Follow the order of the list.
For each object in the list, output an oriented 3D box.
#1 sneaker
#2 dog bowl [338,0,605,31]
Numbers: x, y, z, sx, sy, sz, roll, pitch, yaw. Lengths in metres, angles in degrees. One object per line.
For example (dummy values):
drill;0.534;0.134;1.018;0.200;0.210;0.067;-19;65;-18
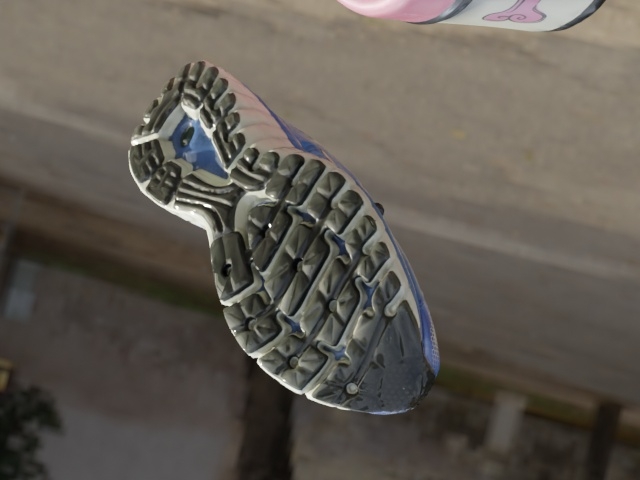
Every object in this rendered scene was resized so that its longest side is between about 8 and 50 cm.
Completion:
sneaker;0.000;0.000;1.273;0.147;0.130;0.330;25;-160;-41
dog bowl;0.074;-0.340;1.390;0.150;0.408;0.408;-13;-174;-20
